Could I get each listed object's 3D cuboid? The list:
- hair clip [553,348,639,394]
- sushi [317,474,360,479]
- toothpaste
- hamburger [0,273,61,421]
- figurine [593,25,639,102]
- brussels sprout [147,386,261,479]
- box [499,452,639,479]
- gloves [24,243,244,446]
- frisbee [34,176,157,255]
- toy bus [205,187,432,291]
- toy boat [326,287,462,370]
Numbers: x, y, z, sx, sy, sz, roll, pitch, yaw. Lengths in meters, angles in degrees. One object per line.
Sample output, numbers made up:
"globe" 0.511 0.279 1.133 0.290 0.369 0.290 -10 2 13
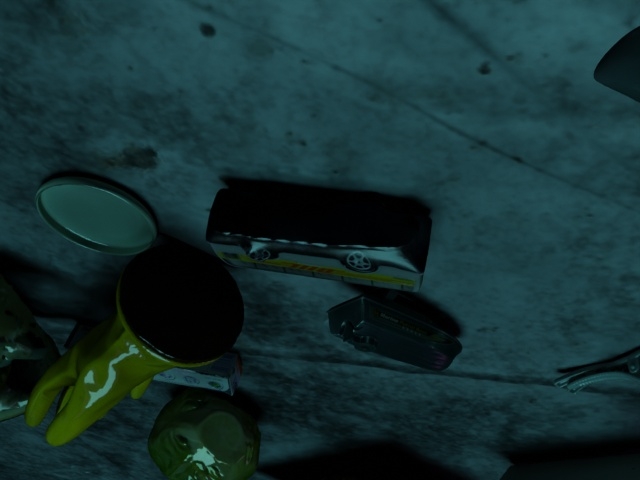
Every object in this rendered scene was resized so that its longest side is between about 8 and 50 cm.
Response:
"hair clip" 0.268 0.129 0.780 0.030 0.039 0.115 33 146 -19
"sushi" 0.111 0.404 1.243 0.359 0.064 0.343 31 148 -27
"toothpaste" -0.189 0.134 0.959 0.196 0.040 0.047 9 143 7
"hamburger" -0.427 0.106 0.882 0.288 0.192 0.168 -19 155 -9
"figurine" 0.274 -0.072 0.381 0.265 0.140 0.193 42 157 -16
"brussels sprout" -0.144 0.261 1.067 0.155 0.118 0.155 17 156 8
"box" 0.338 0.379 0.975 0.203 0.106 0.252 -20 100 45
"gloves" -0.194 0.126 0.831 0.133 0.116 0.294 6 146 -35
"frisbee" -0.197 -0.022 0.744 0.110 0.014 0.110 9 147 6
"toy bus" 0.000 0.000 0.664 0.172 0.057 0.072 7 156 10
"toy boat" 0.076 0.085 0.767 0.141 0.060 0.055 25 147 -29
